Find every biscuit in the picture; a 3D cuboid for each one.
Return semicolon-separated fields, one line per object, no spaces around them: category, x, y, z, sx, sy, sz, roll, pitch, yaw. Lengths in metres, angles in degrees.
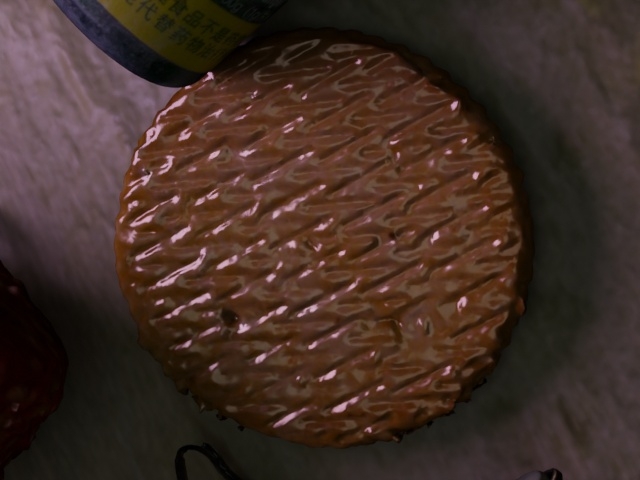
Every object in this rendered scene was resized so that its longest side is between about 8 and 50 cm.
biscuit;0.000;0.000;0.957;0.254;0.035;0.254;3;100;16

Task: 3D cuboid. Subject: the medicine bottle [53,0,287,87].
medicine bottle;-0.017;-0.222;0.874;0.293;0.141;0.141;-41;86;17

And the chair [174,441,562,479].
chair;0.071;0.187;0.899;0.326;0.160;0.170;43;105;3

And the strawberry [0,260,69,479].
strawberry;-0.325;0.070;0.969;0.343;0.292;0.292;-15;94;-7
